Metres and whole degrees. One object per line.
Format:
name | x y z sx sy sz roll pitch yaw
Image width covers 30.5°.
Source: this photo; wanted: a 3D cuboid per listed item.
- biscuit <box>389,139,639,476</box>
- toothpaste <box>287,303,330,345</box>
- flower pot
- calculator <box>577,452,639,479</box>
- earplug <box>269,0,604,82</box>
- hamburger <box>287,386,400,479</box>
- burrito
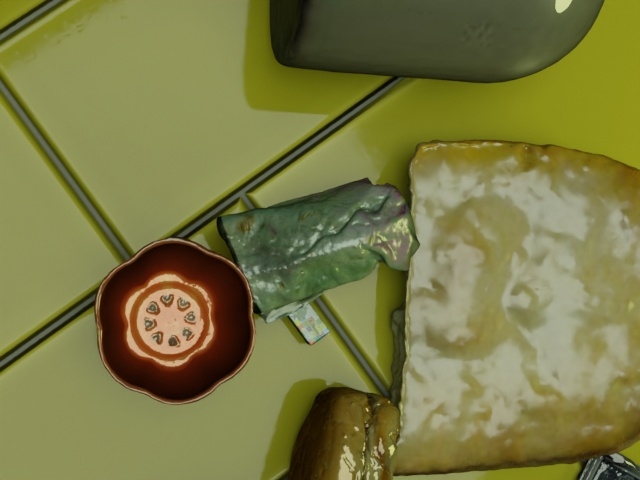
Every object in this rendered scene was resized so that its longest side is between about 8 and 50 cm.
biscuit | 0.286 0.079 1.533 0.446 0.104 0.429 -3 88 -8
toothpaste | -0.048 0.061 1.498 0.034 0.046 0.164 -37 94 -7
flower pot | -0.180 0.097 1.405 0.191 0.173 0.190 1 85 -12
calculator | 0.376 0.427 1.565 0.166 0.028 0.274 30 82 -8
earplug | 0.152 -0.347 1.427 0.394 0.312 0.312 5 86 -11
hamburger | 0.026 0.280 1.422 0.108 0.214 0.213 19 83 -10
burrito | 0.000 0.000 1.429 0.229 0.089 0.143 -20 83 -3
